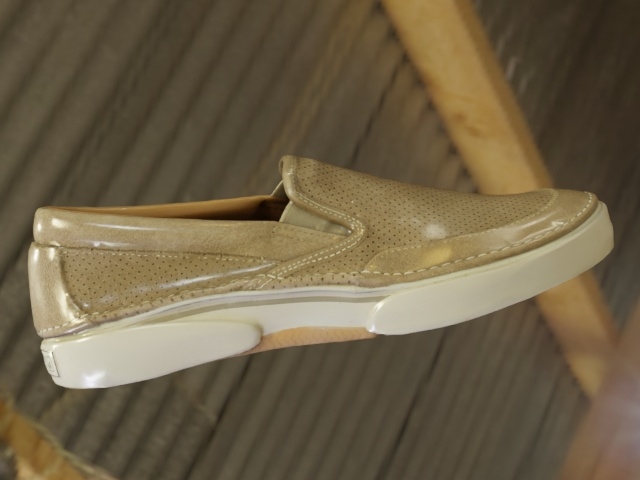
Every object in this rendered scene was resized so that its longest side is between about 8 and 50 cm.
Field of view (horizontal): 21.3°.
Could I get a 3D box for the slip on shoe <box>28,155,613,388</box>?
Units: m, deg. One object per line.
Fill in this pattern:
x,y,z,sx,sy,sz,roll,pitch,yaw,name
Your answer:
0.000,0.000,0.393,0.051,0.135,0.041,-103,2,-82,slip on shoe
